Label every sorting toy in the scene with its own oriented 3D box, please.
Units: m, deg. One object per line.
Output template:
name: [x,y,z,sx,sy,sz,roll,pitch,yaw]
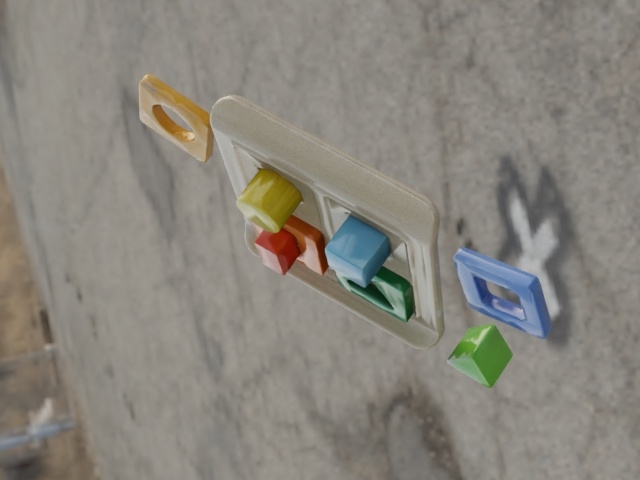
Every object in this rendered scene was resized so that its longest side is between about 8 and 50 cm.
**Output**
sorting toy: [0.000,0.000,1.001,0.348,0.047,0.196,30,157,19]
